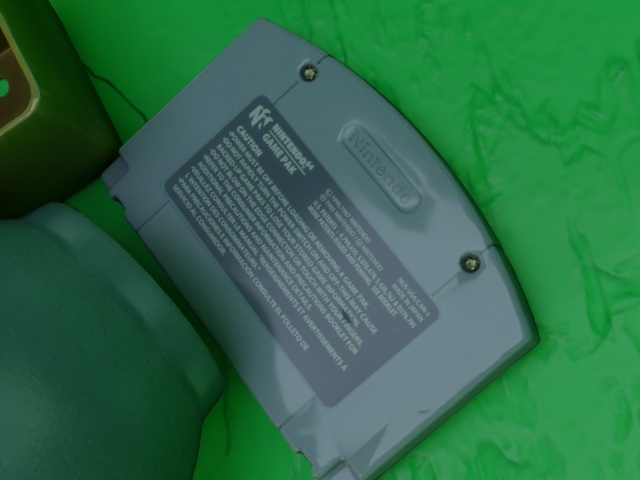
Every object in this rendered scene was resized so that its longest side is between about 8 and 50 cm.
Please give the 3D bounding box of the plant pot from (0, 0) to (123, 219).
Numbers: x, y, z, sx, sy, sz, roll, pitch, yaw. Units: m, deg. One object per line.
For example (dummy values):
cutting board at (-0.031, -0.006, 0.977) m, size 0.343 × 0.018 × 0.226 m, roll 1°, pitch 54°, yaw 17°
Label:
plant pot at (-0.267, -0.100, 0.798) m, size 0.212 × 0.187 × 0.212 m, roll -33°, pitch 73°, yaw 12°

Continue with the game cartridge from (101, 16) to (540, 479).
game cartridge at (0.000, 0.000, 0.758) m, size 0.198 × 0.062 × 0.297 m, roll -40°, pitch 70°, yaw 5°

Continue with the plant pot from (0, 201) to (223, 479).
plant pot at (-0.187, 0.100, 0.709) m, size 0.293 × 0.293 × 0.196 m, roll 39°, pitch 69°, yaw 21°
